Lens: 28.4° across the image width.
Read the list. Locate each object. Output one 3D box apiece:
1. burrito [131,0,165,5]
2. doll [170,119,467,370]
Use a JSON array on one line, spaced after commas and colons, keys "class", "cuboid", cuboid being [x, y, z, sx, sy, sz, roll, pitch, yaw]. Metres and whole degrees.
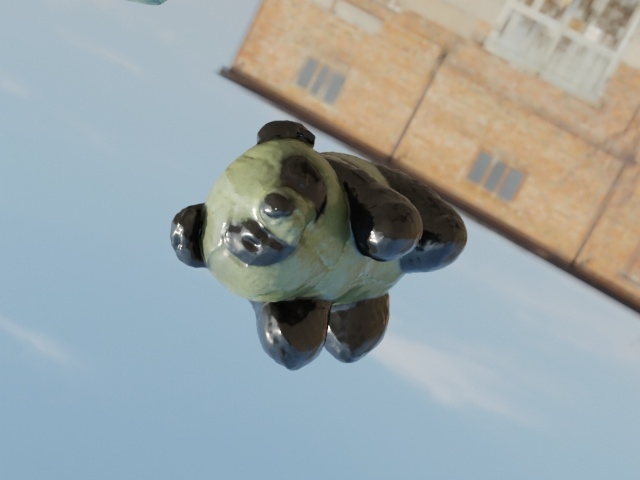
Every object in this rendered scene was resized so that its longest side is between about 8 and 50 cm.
[{"class": "burrito", "cuboid": [-0.202, -0.278, 1.333, 0.118, 0.074, 0.044, 2, -108, -44]}, {"class": "doll", "cuboid": [0.000, 0.001, 0.880, 0.135, 0.143, 0.234, 46, -163, 17]}]
